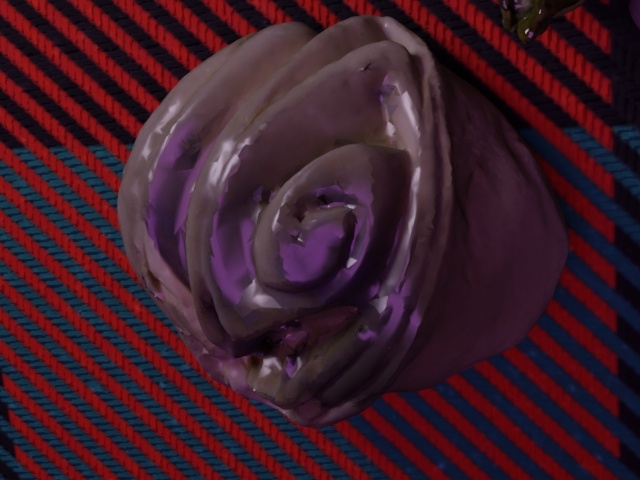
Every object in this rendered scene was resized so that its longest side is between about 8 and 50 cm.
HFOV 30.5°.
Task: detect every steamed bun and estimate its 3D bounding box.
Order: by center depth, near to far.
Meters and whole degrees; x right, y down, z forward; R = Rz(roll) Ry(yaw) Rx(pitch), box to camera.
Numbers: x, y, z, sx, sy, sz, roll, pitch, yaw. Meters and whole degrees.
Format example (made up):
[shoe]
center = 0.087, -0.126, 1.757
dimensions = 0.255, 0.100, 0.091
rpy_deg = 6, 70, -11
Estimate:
[steamed bun]
center = 0.000, 0.000, 0.980
dimensions = 0.339, 0.247, 0.352
rpy_deg = -41, 96, 24

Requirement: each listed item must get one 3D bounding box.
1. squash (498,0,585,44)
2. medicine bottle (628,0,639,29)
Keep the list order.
[squash]
center = 0.172, -0.229, 0.877
dimensions = 0.137, 0.288, 0.137
rpy_deg = -3, 132, -3
[medicine bottle]
center = 0.398, -0.213, 0.825
dimensions = 0.202, 0.202, 0.316
rpy_deg = 43, 113, 0
